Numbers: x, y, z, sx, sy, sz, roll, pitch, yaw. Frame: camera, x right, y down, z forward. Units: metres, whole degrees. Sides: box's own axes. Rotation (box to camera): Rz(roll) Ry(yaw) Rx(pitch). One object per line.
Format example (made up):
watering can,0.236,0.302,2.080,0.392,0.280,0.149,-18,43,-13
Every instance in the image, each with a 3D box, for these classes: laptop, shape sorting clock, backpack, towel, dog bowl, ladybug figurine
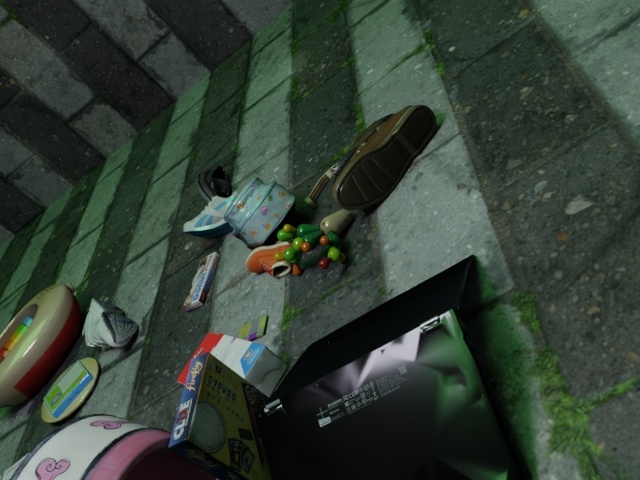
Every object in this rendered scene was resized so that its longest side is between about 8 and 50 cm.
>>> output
laptop,0.118,0.258,1.113,0.381,0.236,0.408,-32,60,24
shape sorting clock,-0.697,0.418,1.949,0.206,0.040,0.206,-30,30,20
backpack,-0.144,-0.069,1.695,0.166,0.144,0.188,-52,14,-13
towel,-0.151,0.200,1.543,0.083,0.009,0.060,-28,33,28
dog bowl,-0.285,0.463,1.025,0.150,0.408,0.408,-8,44,22
ladybug figurine,-0.904,0.336,2.196,0.305,0.162,0.449,8,59,55

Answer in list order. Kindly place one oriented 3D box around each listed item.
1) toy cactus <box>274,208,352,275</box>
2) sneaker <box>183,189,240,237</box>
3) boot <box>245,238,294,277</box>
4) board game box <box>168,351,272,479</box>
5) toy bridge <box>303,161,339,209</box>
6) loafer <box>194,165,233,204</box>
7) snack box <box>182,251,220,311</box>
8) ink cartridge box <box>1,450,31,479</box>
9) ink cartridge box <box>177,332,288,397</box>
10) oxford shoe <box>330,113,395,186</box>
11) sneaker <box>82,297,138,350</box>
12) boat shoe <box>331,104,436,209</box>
toy cactus,0.000,0.000,1.533,0.180,0.112,0.219,-37,22,-23
sneaker,-0.291,-0.069,1.957,0.228,0.087,0.092,-18,70,28
boot,-0.121,0.055,1.641,0.157,0.059,0.085,-22,42,34
board game box,-0.126,0.313,1.127,0.042,0.243,0.165,-29,33,27
toy bridge,0.031,-0.158,1.738,0.188,0.026,0.063,-45,28,1
loafer,-0.316,-0.165,2.125,0.095,0.109,0.302,-41,26,0
snack box,-0.317,0.109,1.860,0.064,0.022,0.178,-25,35,31
ink cartridge box,-0.726,0.618,1.701,0.127,0.072,0.175,-38,31,16
ink cartridge box,-0.186,0.272,1.426,0.231,0.078,0.134,3,54,54
oxford shoe,0.103,-0.203,1.661,0.227,0.083,0.096,-45,18,-13
sneaker,-0.608,0.262,1.994,0.297,0.111,0.129,18,83,62
boat shoe,0.132,-0.181,1.569,0.307,0.111,0.104,-43,24,-15
